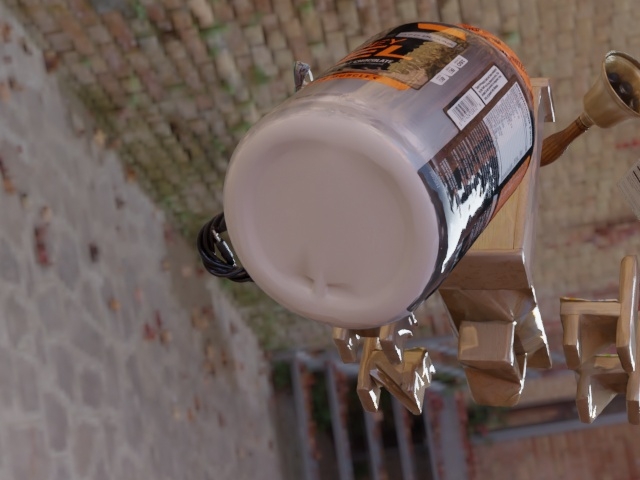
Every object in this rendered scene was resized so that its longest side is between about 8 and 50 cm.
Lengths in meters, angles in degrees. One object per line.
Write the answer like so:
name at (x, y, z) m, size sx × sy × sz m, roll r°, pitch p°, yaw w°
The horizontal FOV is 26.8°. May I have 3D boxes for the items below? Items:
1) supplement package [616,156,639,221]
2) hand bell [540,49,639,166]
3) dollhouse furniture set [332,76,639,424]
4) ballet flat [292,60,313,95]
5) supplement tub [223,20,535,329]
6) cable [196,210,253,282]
supplement package at (0.517, -0.089, 1.652) m, size 0.149 × 0.194 × 0.203 m, roll 61°, pitch -34°, yaw 22°
hand bell at (0.413, -0.184, 2.143) m, size 0.242 × 0.126 × 0.126 m, roll -40°, pitch -141°, yaw 43°
dollhouse furniture set at (0.209, 0.024, 1.665) m, size 0.394 × 0.362 × 0.256 m, roll 66°, pitch 30°, yaw -52°
ballet flat at (-0.034, -0.293, 2.546) m, size 0.114 × 0.041 × 0.041 m, roll 95°, pitch -8°, yaw -52°
supplement tub at (0.072, -0.077, 1.225) m, size 0.338 × 0.207 × 0.207 m, roll -44°, pitch 127°, yaw -56°
cable at (-0.083, 0.009, 1.930) m, size 0.185 × 0.150 × 0.047 m, roll 19°, pitch 33°, yaw -34°
